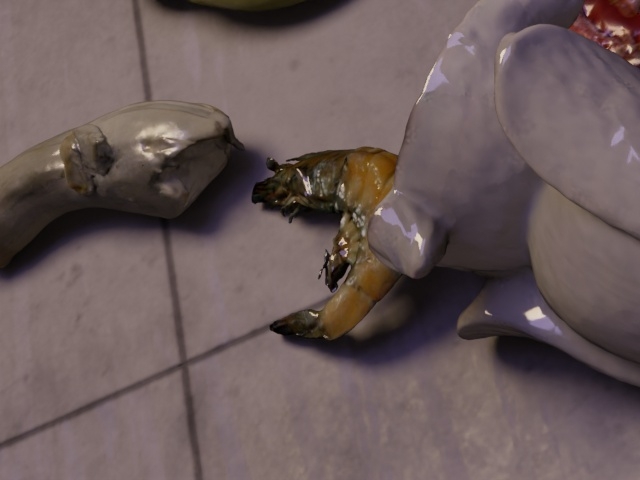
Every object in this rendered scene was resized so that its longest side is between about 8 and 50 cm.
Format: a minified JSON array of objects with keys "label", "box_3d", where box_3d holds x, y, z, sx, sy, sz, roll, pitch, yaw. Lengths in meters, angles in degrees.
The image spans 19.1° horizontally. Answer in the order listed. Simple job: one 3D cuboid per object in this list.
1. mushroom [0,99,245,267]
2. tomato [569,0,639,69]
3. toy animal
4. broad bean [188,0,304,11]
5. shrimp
[{"label":"mushroom","box_3d":[-0.186,-0.049,1.548,0.278,0.096,0.099,-16,9,25]},{"label":"tomato","box_3d":[0.269,-0.191,1.351,0.225,0.085,0.225,-16,51,20]},{"label":"toy animal","box_3d":[0.185,-0.009,1.216,0.265,0.272,0.206,30,51,19]},{"label":"broad bean","box_3d":[-0.069,-0.273,1.614,0.263,0.121,0.189,9,60,20]},{"label":"shrimp","box_3d":[0.000,0.000,1.406,0.217,0.051,0.150,10,82,57]}]
